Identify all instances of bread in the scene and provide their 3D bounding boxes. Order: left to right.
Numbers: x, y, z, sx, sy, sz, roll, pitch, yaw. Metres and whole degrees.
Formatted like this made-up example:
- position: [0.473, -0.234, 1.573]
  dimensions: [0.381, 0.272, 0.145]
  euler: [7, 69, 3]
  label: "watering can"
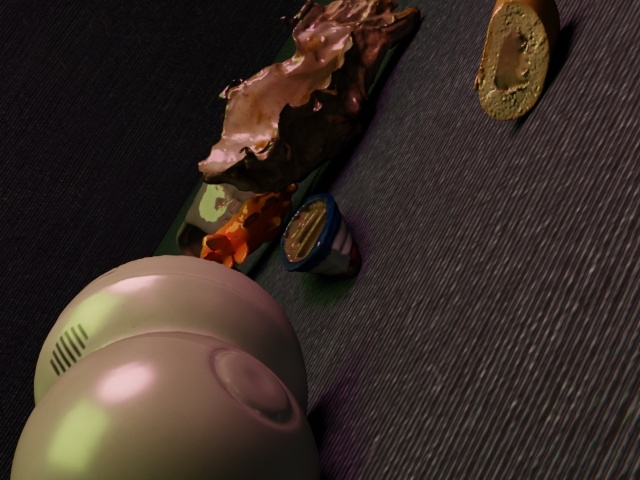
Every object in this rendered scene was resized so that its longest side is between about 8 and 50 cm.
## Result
- position: [0.139, -0.137, 0.782]
  dimensions: [0.103, 0.049, 0.062]
  euler: [-69, -12, -45]
  label: "bread"

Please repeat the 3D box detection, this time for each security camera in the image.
- position: [-0.099, 0.134, 0.706]
  dimensions: [0.194, 0.194, 0.236]
  euler: [-54, 15, 16]
  label: "security camera"

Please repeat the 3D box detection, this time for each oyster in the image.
- position: [-0.016, -0.181, 1.335]
  dimensions: [0.197, 0.133, 0.337]
  euler: [7, 54, 44]
  label: "oyster"

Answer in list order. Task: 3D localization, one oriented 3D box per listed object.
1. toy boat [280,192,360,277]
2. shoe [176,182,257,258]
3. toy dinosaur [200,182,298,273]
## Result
- position: [0.000, 0.000, 1.021]
  dimensions: [0.080, 0.046, 0.229]
  euler: [-56, 11, 1]
  label: "toy boat"
- position: [-0.129, -0.033, 1.556]
  dimensions: [0.251, 0.103, 0.100]
  euler: [-55, 9, 38]
  label: "shoe"
- position: [-0.081, -0.020, 1.378]
  dimensions: [0.288, 0.070, 0.117]
  euler: [-49, 5, 9]
  label: "toy dinosaur"
